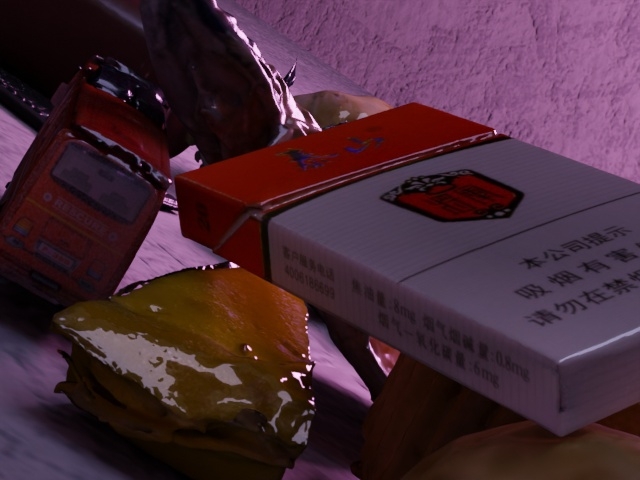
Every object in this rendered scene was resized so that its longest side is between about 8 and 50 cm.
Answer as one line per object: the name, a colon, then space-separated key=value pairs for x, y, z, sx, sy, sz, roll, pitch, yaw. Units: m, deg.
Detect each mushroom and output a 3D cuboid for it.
mushroom: x=0.007 y=-0.054 z=1.327 sx=0.148 sy=0.112 sz=0.148 roll=-7 pitch=-13 yaw=-2

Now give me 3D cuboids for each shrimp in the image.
shrimp: x=0.000 y=0.000 z=0.873 sx=0.317 sy=0.062 sz=0.164 roll=57 pitch=4 yaw=-36

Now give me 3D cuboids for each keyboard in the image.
keyboard: x=-0.175 y=-0.077 z=1.164 sx=0.202 sy=0.011 sz=0.067 roll=36 pitch=9 yaw=25

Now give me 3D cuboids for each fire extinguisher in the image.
fire extinguisher: x=-0.144 y=-0.145 z=1.261 sx=0.344 sy=0.138 sz=0.102 roll=32 pitch=-33 yaw=10

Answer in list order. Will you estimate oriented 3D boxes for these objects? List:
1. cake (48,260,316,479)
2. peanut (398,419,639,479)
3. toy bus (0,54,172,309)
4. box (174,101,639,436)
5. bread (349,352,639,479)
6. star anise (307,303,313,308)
cake: x=-0.059 y=0.051 z=0.721 sx=0.116 sy=0.080 sz=0.185 roll=16 pitch=21 yaw=-11
peanut: x=0.113 y=0.141 z=0.535 sx=0.147 sy=0.147 sz=0.305 roll=28 pitch=10 yaw=-22
toy bus: x=-0.111 y=-0.027 z=0.830 sx=0.073 sy=0.096 sz=0.235 roll=32 pitch=10 yaw=-11
box: x=0.061 y=0.001 z=0.702 sx=0.139 sy=0.035 sz=0.245 roll=-19 pitch=28 yaw=-30
bread: x=0.134 y=0.103 z=0.789 sx=0.240 sy=0.139 sz=0.240 roll=36 pitch=11 yaw=-8
star anise: x=0.027 y=0.023 z=1.138 sx=0.180 sy=0.061 sz=0.204 roll=25 pitch=12 yaw=-38
